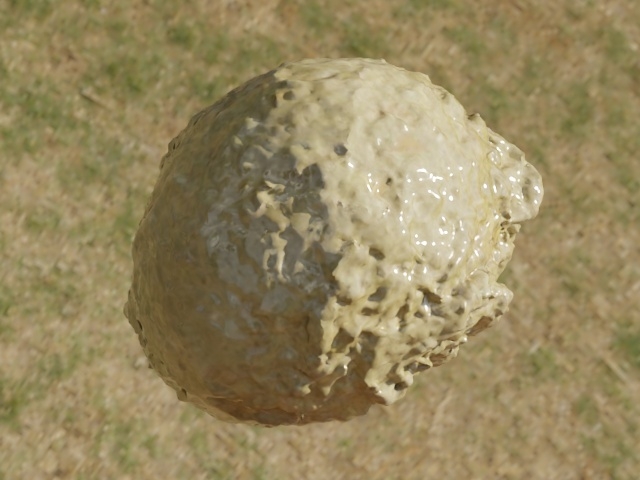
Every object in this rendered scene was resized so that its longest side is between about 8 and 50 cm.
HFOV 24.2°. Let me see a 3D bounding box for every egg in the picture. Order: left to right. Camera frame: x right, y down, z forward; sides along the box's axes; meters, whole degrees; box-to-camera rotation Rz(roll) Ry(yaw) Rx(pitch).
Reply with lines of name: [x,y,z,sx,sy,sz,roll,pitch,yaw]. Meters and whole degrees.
egg: [0.000,0.000,0.492,0.140,0.116,0.118,-43,85,-7]
